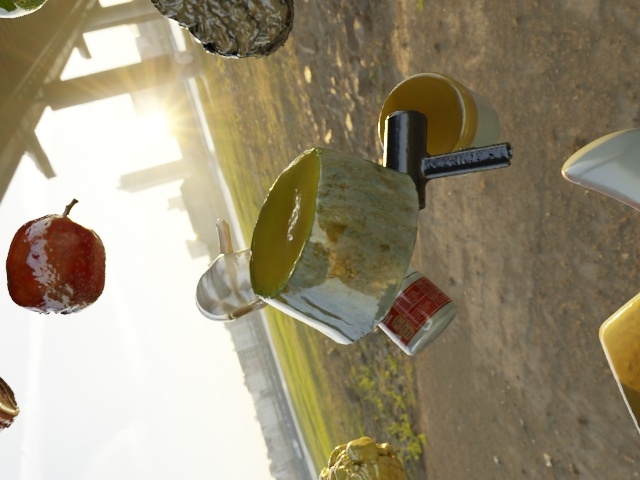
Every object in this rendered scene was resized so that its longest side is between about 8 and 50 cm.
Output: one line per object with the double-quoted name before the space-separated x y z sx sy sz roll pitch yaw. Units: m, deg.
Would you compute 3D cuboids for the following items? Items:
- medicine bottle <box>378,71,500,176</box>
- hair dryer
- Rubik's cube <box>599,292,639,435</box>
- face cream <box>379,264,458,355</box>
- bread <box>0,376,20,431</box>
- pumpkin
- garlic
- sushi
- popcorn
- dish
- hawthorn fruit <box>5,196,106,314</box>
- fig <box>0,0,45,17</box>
"medicine bottle" 0.305 -0.283 1.314 0.238 0.232 0.237 0 90 38
"hair dryer" 0.242 -0.156 0.999 0.089 0.252 0.197 16 -106 -61
"Rubik's cube" 0.682 0.193 0.724 0.347 0.352 0.351 115 153 -51
"face cream" 0.265 0.203 1.491 0.187 0.201 0.201 44 159 23
"bread" -0.650 0.302 0.977 0.160 0.073 0.160 44 162 18
"pumpkin" 0.000 0.000 0.906 0.332 0.199 0.332 -161 90 -73
"garlic" -0.194 0.051 1.111 0.199 0.199 0.225 100 149 -70
"sushi" -0.225 -0.530 1.111 0.350 0.211 0.170 35 -152 -5
"popcorn" 0.086 0.422 0.864 0.163 0.140 0.194 -64 31 13
"dish" 0.283 -0.039 0.416 0.151 0.077 0.212 42 -158 16
"hawthorn fruit" -0.554 0.031 1.096 0.205 0.205 0.253 130 142 -79
"fig" -0.505 -0.434 0.788 0.233 0.167 0.167 -124 18 -77
